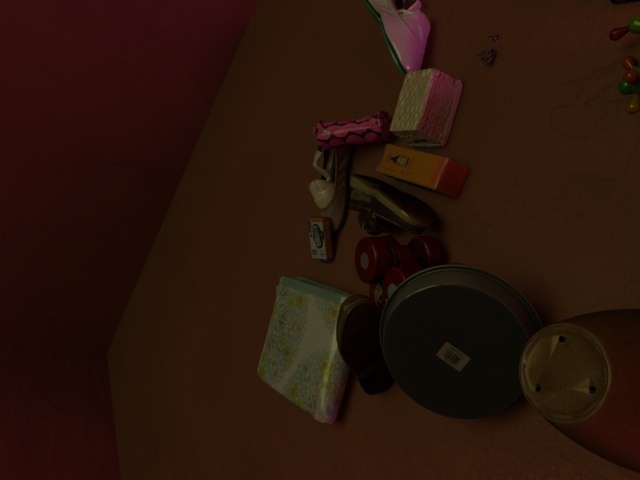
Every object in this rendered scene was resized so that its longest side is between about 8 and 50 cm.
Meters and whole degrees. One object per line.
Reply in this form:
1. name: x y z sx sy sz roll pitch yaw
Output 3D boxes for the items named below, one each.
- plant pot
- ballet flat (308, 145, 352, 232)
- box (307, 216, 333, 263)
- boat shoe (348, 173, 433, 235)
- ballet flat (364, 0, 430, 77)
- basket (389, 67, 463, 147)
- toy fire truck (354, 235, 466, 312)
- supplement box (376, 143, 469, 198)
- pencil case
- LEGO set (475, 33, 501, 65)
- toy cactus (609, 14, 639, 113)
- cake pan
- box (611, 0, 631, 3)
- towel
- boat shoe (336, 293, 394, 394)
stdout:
1. plant pot: 0.387 0.187 0.701 0.237 0.255 0.236 -31 51 47
2. ballet flat: 0.020 -0.181 1.547 0.108 0.106 0.315 -18 61 52
3. box: 0.000 0.000 1.526 0.081 0.028 0.136 2 99 58
4. boat shoe: 0.153 -0.066 1.298 0.342 0.124 0.123 42 119 58
5. ballet flat: 0.222 -0.592 1.437 0.139 0.139 0.399 -47 40 34
6. basket: 0.250 -0.317 1.272 0.113 0.103 0.167 14 87 56
7. toy fire truck: 0.178 0.135 1.140 0.302 0.170 0.253 -129 44 -53
8. supplement box: 0.234 -0.166 1.253 0.233 0.080 0.077 31 101 55
9. pencil case: 0.090 -0.298 1.441 0.210 0.098 0.095 -5 76 29
10. LEGO set: 0.385 -0.427 1.204 0.083 0.023 0.054 -54 37 4
11. toy cactus: 0.555 -0.293 0.829 0.181 0.112 0.218 -26 46 37
12. cake pan: 0.239 0.189 0.935 0.294 0.054 0.292 6 107 22
13. box: 0.553 -0.463 0.937 0.083 0.052 0.062 28 98 58
14. towel: -0.032 0.273 1.439 0.375 0.090 0.320 11 88 57
15. boat shoe: 0.081 0.211 1.137 0.104 0.111 0.307 -121 14 -47
